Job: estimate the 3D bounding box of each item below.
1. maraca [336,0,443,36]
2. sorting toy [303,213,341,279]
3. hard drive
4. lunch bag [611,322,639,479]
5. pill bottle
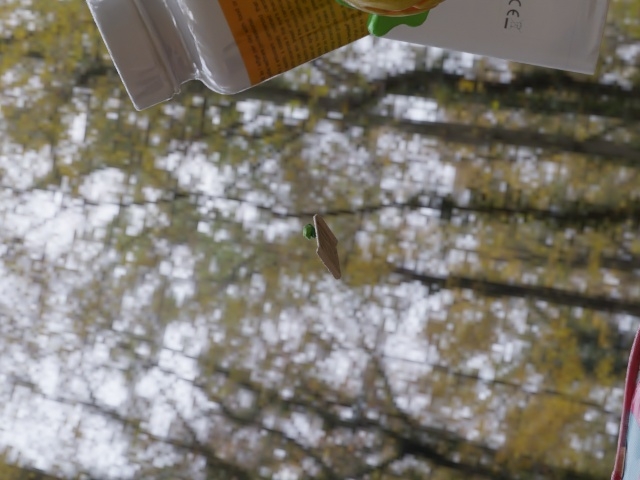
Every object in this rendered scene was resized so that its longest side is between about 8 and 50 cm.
[{"bbox_3d":[0.058,-0.192,0.911,0.127,0.099,0.186,-34,-23,5],"label":"maraca"},{"bbox_3d":[0.000,0.000,1.636,0.083,0.012,0.062,54,-157,-40],"label":"sorting toy"},{"bbox_3d":[0.146,-0.303,1.467,0.040,0.319,0.210,-56,-24,-73],"label":"hard drive"},{"bbox_3d":[0.273,0.167,0.771,0.258,0.120,0.293,20,-104,-37],"label":"lunch bag"},{"bbox_3d":[-0.044,-0.191,1.047,0.136,0.246,0.136,156,90,-86],"label":"pill bottle"}]
